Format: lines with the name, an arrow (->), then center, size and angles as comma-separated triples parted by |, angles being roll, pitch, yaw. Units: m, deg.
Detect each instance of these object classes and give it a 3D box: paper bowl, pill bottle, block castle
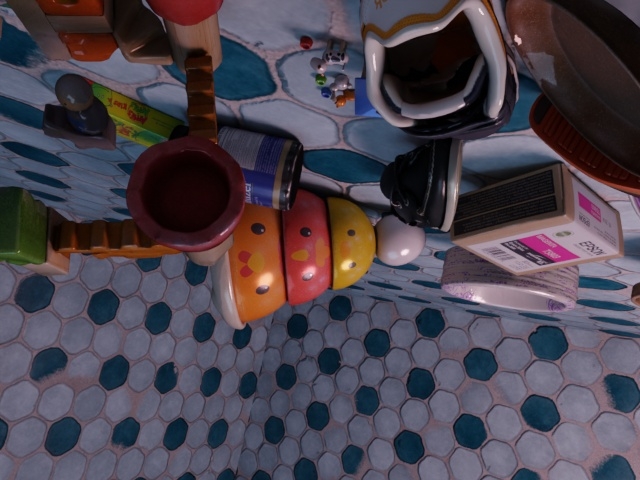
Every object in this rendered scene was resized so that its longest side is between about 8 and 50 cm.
paper bowl -> 0.421, 0.062, 1.103 | 0.284, 0.148, 0.284 | 13, 168, 3
pill bottle -> -0.146, -0.132, 0.853 | 0.219, 0.123, 0.123 | 12, 169, 3
block castle -> -0.293, -0.120, 0.401 | 0.452, 0.303, 0.213 | -3, 166, -7

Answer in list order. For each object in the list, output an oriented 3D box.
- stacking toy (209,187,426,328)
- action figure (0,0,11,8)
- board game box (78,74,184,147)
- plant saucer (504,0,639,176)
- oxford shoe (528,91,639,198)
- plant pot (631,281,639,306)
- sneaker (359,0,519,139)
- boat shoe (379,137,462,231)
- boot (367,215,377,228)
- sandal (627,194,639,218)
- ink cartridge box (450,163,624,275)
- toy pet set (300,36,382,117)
stacking toy -> 0.000, 0.000, 1.108 | 0.479, 0.351, 0.350 | -6, 169, -3
action figure -> -0.418, -0.289, 0.562 | 0.232, 0.064, 0.137 | 11, 171, 22
board game box -> -0.344, -0.215, 0.866 | 0.181, 0.043, 0.092 | 20, 167, -33
plant saucer -> 0.231, -0.135, 0.410 | 0.036, 0.199, 0.198 | -39, 148, 14
oxford shoe -> 0.344, -0.077, 0.508 | 0.271, 0.097, 0.098 | 37, -171, 27
plant pot -> 0.738, 0.081, 0.946 | 0.237, 0.110, 0.237 | 13, 168, 3
sneaker -> 0.114, -0.147, 0.461 | 0.126, 0.128, 0.321 | -9, 161, 27
boat shoe -> 0.148, -0.083, 0.759 | 0.112, 0.127, 0.340 | 9, -179, 9
boot -> 0.044, -0.027, 1.240 | 0.189, 0.086, 0.069 | 9, 168, 15
sandal -> 0.511, 0.030, 0.572 | 0.416, 0.102, 0.169 | 46, 138, -13
ink cartridge box -> 0.362, -0.022, 0.830 | 0.234, 0.088, 0.193 | 21, 155, -37
toy pet set -> 0.035, -0.176, 0.590 | 0.114, 0.065, 0.122 | 9, 168, 17
